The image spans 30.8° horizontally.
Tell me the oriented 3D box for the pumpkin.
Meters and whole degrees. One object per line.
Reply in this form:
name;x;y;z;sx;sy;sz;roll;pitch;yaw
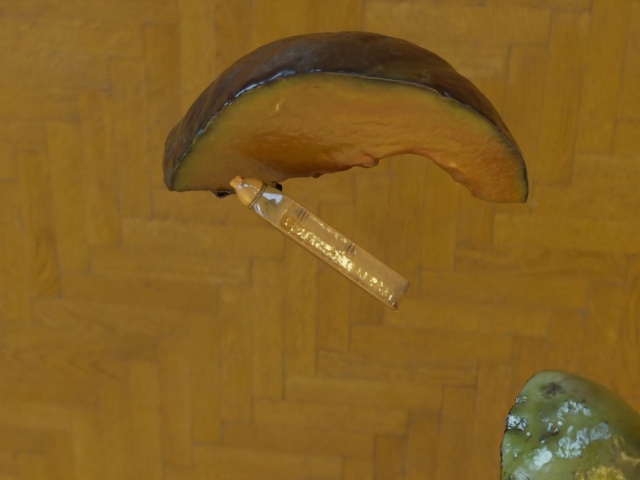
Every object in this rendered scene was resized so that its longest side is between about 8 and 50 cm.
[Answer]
pumpkin;0.022;-0.132;0.975;0.312;0.169;0.148;4;139;2

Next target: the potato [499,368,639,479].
potato;0.277;0.228;0.980;0.272;0.160;0.111;44;150;-15

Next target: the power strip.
power strip;0.000;0.000;0.951;0.178;0.049;0.028;35;87;-11
